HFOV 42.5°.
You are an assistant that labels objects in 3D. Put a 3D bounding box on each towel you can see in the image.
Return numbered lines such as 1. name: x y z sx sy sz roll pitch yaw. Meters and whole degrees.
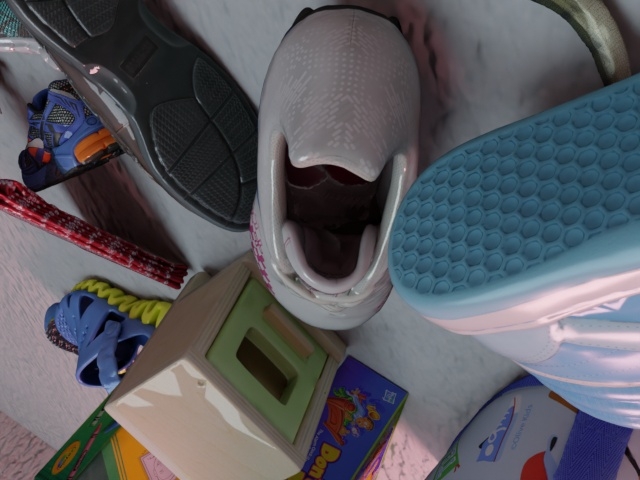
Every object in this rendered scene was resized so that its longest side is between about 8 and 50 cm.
1. towel: -0.292 -0.022 0.897 0.199 0.031 0.275 17 170 36

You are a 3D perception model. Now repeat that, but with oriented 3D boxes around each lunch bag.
1. lunch bag: 0.147 0.318 0.673 0.239 0.328 0.385 26 147 14

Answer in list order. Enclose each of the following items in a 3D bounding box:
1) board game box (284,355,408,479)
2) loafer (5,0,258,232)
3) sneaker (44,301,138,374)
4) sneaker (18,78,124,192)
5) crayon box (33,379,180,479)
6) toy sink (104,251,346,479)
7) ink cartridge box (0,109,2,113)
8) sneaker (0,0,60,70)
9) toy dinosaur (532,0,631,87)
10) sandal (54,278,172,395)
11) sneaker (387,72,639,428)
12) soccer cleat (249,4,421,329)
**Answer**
1. board game box: -0.014 0.310 0.948 0.078 0.233 0.347 31 151 15
2. loafer: -0.135 -0.116 0.634 0.267 0.096 0.084 50 161 -24
3. sneaker: -0.361 0.172 1.347 0.209 0.069 0.082 44 -175 -26
4. sneaker: -0.252 -0.107 0.811 0.221 0.083 0.087 -10 105 55
5. crayon box: -0.169 0.225 0.958 0.081 0.278 0.165 2 135 49
6. toy sink: -0.076 0.117 0.824 0.131 0.234 0.153 -34 106 30
7. ink cartridge box: -0.380 -0.189 0.876 0.115 0.029 0.063 32 150 12
8. sneaker: -0.240 -0.196 0.688 0.166 0.065 0.076 18 129 28
9. toy dinosaur: 0.060 -0.160 0.380 0.268 0.064 0.118 34 157 5
10. sandal: -0.294 0.143 1.139 0.317 0.138 0.126 4 138 49
11. sneaker: 0.215 0.007 0.393 0.319 0.127 0.208 -13 143 40
12. soccer cleat: 0.000 0.000 0.558 0.116 0.143 0.331 4 145 3
